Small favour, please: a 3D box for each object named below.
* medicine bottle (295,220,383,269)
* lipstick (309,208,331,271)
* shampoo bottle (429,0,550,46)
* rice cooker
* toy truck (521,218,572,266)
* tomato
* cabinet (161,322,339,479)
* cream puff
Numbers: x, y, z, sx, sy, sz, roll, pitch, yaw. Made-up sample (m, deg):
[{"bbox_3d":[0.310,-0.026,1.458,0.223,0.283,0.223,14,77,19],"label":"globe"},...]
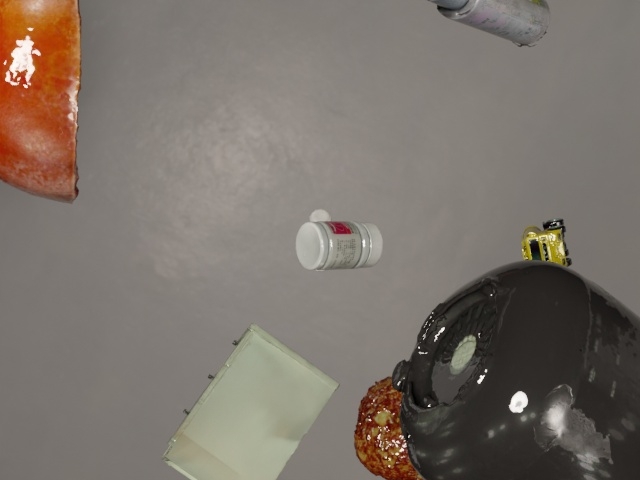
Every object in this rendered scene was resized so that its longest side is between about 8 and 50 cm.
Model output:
[{"bbox_3d":[0.023,0.006,1.081,0.058,0.091,0.058,2,92,55],"label":"medicine bottle"},{"bbox_3d":[0.000,0.000,1.571,0.141,0.040,0.040,90,-163,-55],"label":"lipstick"},{"bbox_3d":[0.196,-0.284,1.075,0.214,0.072,0.072,2,-63,-48],"label":"shampoo bottle"},{"bbox_3d":[0.211,0.159,0.908,0.267,0.224,0.267,-53,18,26],"label":"rice cooker"},{"bbox_3d":[0.267,0.006,1.074,0.083,0.054,0.049,-44,-57,-74],"label":"toy truck"},{"bbox_3d":[-0.379,-0.203,1.123,0.338,0.144,0.338,180,90,-68],"label":"tomato"},{"bbox_3d":[-0.104,0.245,1.234,0.206,0.150,0.145,-55,1,-19],"label":"cabinet"},{"bbox_3d":[0.108,0.223,1.113,0.084,0.149,0.149,85,-160,-52],"label":"cream puff"}]
